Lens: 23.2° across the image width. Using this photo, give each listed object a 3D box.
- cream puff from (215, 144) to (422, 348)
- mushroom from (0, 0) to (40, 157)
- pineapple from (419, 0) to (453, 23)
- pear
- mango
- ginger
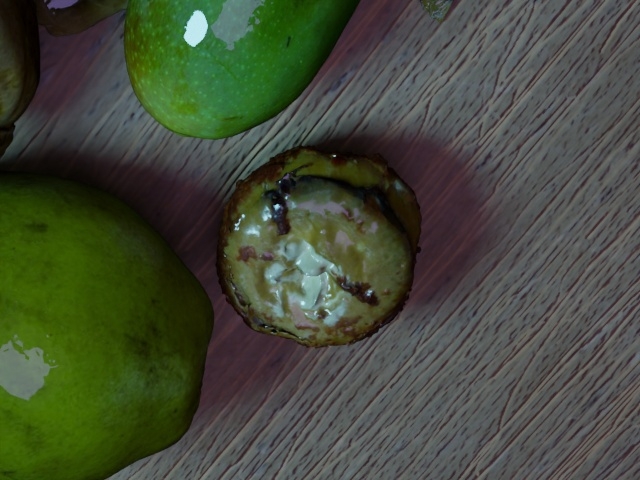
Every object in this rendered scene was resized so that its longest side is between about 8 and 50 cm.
[{"bbox_3d":[-0.001,-0.001,1.740,0.240,0.164,0.240,4,122,6],"label":"cream puff"},{"bbox_3d":[-0.377,-0.186,1.548,0.195,0.263,0.283,-10,96,-40],"label":"mushroom"},{"bbox_3d":[0.131,-0.278,1.697,0.045,0.019,0.083,19,115,-20],"label":"pineapple"},{"bbox_3d":[-0.322,0.102,1.658,0.413,0.352,0.352,13,114,-6],"label":"pear"},{"bbox_3d":[-0.056,-0.268,1.565,0.225,0.201,0.382,16,116,-52],"label":"mango"},{"bbox_3d":[-0.231,-0.276,1.618,0.190,0.069,0.095,-30,122,6],"label":"ginger"}]
